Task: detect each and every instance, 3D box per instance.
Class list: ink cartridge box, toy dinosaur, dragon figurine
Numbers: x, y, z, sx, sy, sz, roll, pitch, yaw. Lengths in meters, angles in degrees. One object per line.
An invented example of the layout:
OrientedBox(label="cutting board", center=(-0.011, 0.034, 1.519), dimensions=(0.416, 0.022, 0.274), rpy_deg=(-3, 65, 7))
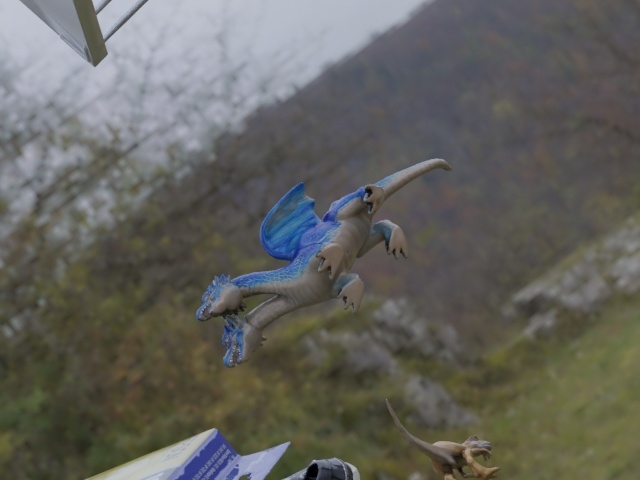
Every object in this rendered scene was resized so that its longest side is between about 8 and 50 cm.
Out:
OrientedBox(label="ink cartridge box", center=(-0.212, 0.316, 2.195), dimensions=(0.307, 0.072, 0.303), rpy_deg=(-25, 3, 12))
OrientedBox(label="toy dinosaur", center=(0.153, 0.267, 2.187), dimensions=(0.064, 0.112, 0.211), rpy_deg=(-54, -34, 9))
OrientedBox(label="dragon figurine", center=(0.000, 0.000, 1.683), dimensions=(0.144, 0.085, 0.289), rpy_deg=(0, 44, 46))

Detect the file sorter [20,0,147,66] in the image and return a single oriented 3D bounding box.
OrientedBox(label="file sorter", center=(-0.217, -0.313, 1.502), dimensions=(0.173, 0.193, 0.277), rpy_deg=(-47, -10, -11))

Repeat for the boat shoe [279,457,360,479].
OrientedBox(label="boat shoe", center=(-0.050, 0.300, 2.038), dimensions=(0.206, 0.075, 0.065), rpy_deg=(-30, -37, 31))
